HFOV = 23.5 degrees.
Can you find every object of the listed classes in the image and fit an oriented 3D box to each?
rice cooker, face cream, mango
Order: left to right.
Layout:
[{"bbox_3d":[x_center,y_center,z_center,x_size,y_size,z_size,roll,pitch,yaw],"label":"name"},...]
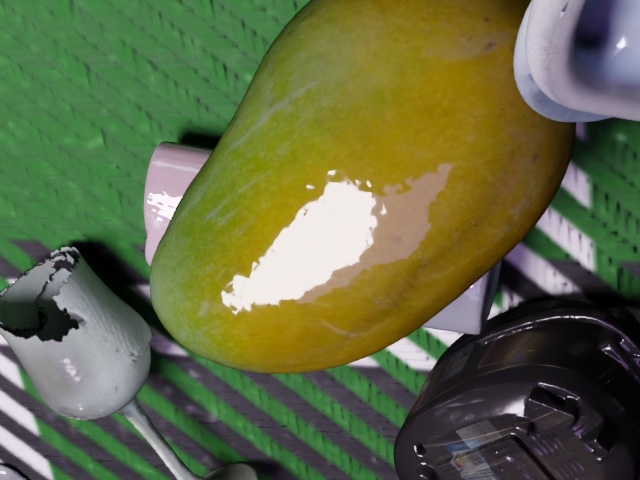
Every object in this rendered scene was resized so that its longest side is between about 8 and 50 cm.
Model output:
[{"bbox_3d":[0.000,0.000,0.853,0.198,0.057,0.084,14,124,12],"label":"face cream"},{"bbox_3d":[0.018,-0.029,0.754,0.156,0.114,0.251,43,101,4],"label":"mango"},{"bbox_3d":[0.117,0.102,0.855,0.112,0.106,0.165,47,136,-11],"label":"rice cooker"}]

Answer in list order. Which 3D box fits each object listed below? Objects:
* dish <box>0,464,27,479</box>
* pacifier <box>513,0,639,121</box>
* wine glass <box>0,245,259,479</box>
[{"bbox_3d":[-0.236,0.278,1.114,0.228,0.086,0.236,-4,123,22],"label":"dish"},{"bbox_3d":[0.155,-0.174,0.623,0.279,0.227,0.207,-52,57,38],"label":"pacifier"},{"bbox_3d":[-0.121,0.098,0.950,0.079,0.079,0.195,-22,116,31],"label":"wine glass"}]
